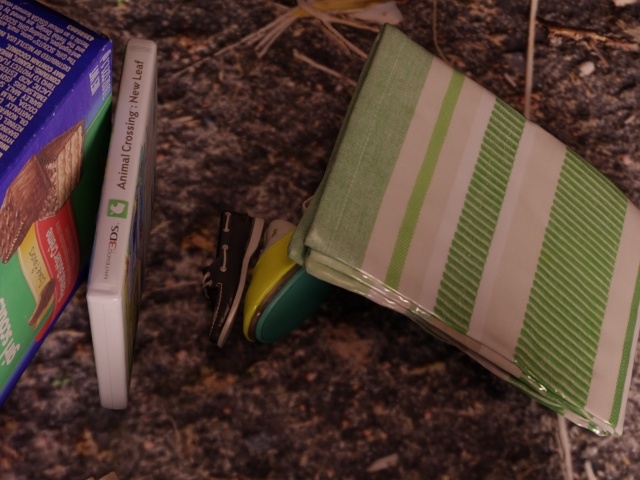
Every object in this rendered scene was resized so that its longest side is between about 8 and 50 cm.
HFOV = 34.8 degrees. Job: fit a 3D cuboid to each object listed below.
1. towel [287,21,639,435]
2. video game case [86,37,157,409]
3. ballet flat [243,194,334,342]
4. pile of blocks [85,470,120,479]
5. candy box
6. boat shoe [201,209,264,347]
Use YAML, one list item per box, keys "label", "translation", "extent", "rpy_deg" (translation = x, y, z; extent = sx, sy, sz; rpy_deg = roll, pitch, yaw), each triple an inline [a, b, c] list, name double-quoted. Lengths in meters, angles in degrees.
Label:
- label: "towel"
  translation: [0.147, -0.006, 0.867]
  extent: [0.325, 0.038, 0.247]
  rpy_deg: [31, 59, -16]
- label: "video game case"
  translation: [-0.139, -0.003, 0.729]
  extent: [0.023, 0.212, 0.193]
  rpy_deg: [6, 62, -7]
- label: "ballet flat"
  translation: [0.000, 0.000, 0.855]
  extent: [0.077, 0.077, 0.231]
  rpy_deg: [34, 55, 26]
- label: "pile of blocks"
  translation: [-0.127, 0.315, 0.628]
  extent: [0.149, 0.112, 0.362]
  rpy_deg: [-4, 65, -17]
- label: "candy box"
  translation: [-0.258, 0.034, 0.646]
  extent: [0.122, 0.268, 0.317]
  rpy_deg: [27, 61, 4]
- label: "boat shoe"
  translation: [-0.077, 0.028, 0.826]
  extent: [0.038, 0.046, 0.125]
  rpy_deg: [17, 58, -6]
